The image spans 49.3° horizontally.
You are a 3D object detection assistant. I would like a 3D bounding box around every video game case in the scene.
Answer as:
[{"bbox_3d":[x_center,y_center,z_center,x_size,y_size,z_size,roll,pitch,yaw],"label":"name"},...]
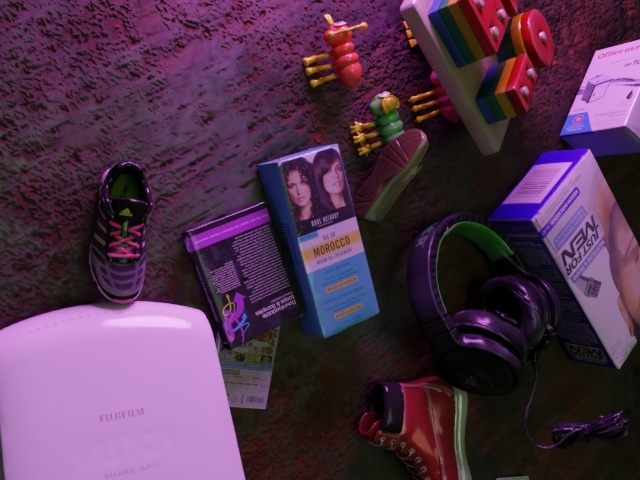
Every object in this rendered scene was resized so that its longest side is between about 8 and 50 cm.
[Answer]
[{"bbox_3d":[-0.102,0.160,0.924,0.087,0.011,0.122,12,86,-30],"label":"video game case"}]

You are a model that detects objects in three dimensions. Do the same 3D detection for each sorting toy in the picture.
[{"bbox_3d":[0.249,-0.306,1.012,0.257,0.089,0.256,52,46,-28],"label":"sorting toy"}]

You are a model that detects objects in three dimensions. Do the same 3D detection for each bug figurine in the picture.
[{"bbox_3d":[0.121,-0.249,1.009,0.279,0.072,0.216,-29,106,-27],"label":"bug figurine"}]

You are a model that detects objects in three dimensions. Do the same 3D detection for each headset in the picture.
[{"bbox_3d":[0.288,0.135,1.035,0.243,0.185,0.394,-33,94,-43],"label":"headset"}]

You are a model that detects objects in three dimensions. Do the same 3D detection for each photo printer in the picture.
[{"bbox_3d":[-0.216,0.213,0.744,0.255,0.107,0.308,-4,65,-27],"label":"photo printer"}]

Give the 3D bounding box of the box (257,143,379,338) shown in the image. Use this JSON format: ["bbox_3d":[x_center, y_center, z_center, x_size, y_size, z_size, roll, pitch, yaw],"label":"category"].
[{"bbox_3d":[0.000,0.000,0.951,0.100,0.060,0.245,-21,103,-29],"label":"box"}]

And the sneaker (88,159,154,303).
[{"bbox_3d":[-0.223,-0.016,0.783,0.063,0.075,0.171,6,70,-22],"label":"sneaker"}]

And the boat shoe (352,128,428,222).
[{"bbox_3d":[0.106,-0.089,0.986,0.048,0.056,0.153,17,117,-38],"label":"boat shoe"}]

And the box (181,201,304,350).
[{"bbox_3d":[-0.099,0.045,0.904,0.116,0.029,0.162,-23,97,-30],"label":"box"}]

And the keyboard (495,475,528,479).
[{"bbox_3d":[0.316,0.531,1.188,0.072,0.014,0.256,6,89,-31],"label":"keyboard"}]

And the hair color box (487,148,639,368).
[{"bbox_3d":[0.446,0.034,1.196,0.185,0.110,0.339,-46,115,-23],"label":"hair color box"}]

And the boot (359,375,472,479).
[{"bbox_3d":[0.133,0.328,1.031,0.176,0.088,0.245,2,83,-31],"label":"boot"}]

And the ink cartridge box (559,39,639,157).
[{"bbox_3d":[0.523,-0.247,1.212,0.082,0.139,0.191,32,75,-26],"label":"ink cartridge box"}]
